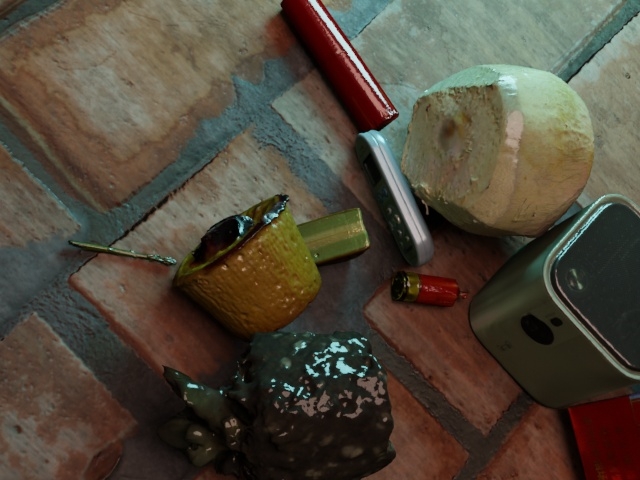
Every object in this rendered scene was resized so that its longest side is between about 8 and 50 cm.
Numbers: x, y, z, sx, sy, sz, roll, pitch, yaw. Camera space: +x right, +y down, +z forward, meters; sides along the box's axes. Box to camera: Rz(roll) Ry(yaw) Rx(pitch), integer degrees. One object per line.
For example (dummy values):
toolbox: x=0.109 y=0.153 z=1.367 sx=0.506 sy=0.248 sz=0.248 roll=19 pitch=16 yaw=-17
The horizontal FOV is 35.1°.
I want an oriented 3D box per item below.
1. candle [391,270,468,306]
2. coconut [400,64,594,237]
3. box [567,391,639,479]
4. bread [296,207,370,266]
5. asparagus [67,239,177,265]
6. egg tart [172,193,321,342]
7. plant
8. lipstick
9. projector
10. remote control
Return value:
candle: x=0.185 y=0.082 z=1.669 sx=0.130 sy=0.052 sz=0.052 roll=7 pitch=70 yaw=-20
coconut: x=0.305 y=-0.144 z=1.658 sx=0.254 sy=0.297 sz=0.297 roll=7 pitch=69 yaw=-38
box: x=0.569 y=0.325 z=1.591 sx=0.089 sy=0.313 sz=0.197 roll=6 pitch=68 yaw=-53
bread: x=-0.005 y=0.001 z=1.602 sx=0.139 sy=0.084 sz=0.074 roll=-9 pitch=77 yaw=-24
asparagus: x=-0.297 y=0.019 z=1.519 sx=0.166 sy=0.013 sz=0.016 roll=11 pitch=27 yaw=-19
egg tart: x=-0.102 y=0.040 z=1.495 sx=0.215 sy=0.215 sz=0.171 roll=-45 pitch=106 yaw=-28
plant: x=-0.066 y=0.248 z=1.397 sx=0.312 sy=0.215 sz=0.213 roll=-9 pitch=33 yaw=-15
lipstick: x=0.033 y=-0.307 z=1.731 sx=0.073 sy=0.073 sz=0.280 roll=-31 pitch=86 yaw=-27
projector: x=0.430 y=0.106 z=1.648 sx=0.248 sy=0.249 sz=0.248 roll=47 pitch=62 yaw=0
remote control: x=0.124 y=-0.072 z=1.675 sx=0.047 sy=0.087 sz=0.244 roll=-22 pitch=82 yaw=-12
